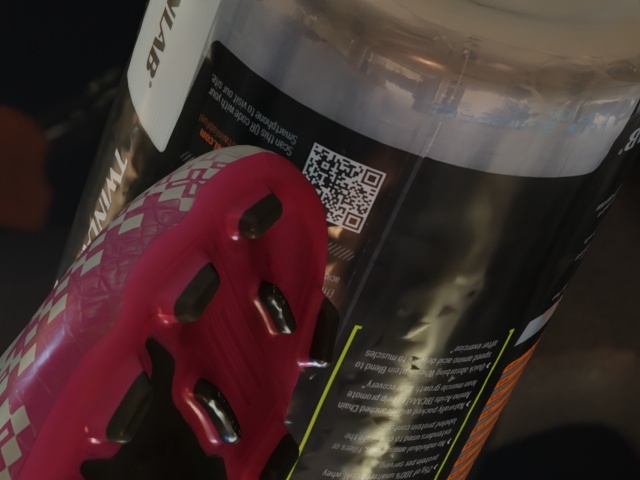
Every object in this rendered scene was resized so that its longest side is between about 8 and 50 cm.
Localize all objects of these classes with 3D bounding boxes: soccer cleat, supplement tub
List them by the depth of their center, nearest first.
[{"bbox_3d":[-0.117,0.098,0.621,0.143,0.331,0.116,14,153,31],"label":"soccer cleat"},{"bbox_3d":[0.000,0.000,0.836,0.207,0.207,0.338,39,127,22],"label":"supplement tub"}]
